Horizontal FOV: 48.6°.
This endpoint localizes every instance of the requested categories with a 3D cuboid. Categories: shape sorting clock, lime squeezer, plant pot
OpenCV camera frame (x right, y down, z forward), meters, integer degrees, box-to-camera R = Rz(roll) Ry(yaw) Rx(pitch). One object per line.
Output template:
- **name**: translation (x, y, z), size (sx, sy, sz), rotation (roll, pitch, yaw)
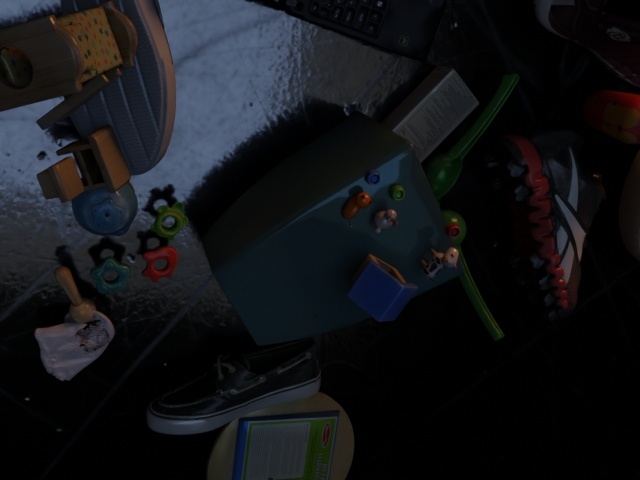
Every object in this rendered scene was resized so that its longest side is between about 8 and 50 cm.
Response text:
- **shape sorting clock**: translation (-0.050, 0.288, 0.932), size (0.206, 0.040, 0.206), rotation (-6, 107, -19)
- **lime squeezer**: translation (0.175, -0.040, 0.854), size (0.110, 0.059, 0.310), rotation (3, 86, 16)
- **plant pot**: translation (0.000, 0.000, 0.782), size (0.234, 0.166, 0.165), rotation (-30, 116, -4)

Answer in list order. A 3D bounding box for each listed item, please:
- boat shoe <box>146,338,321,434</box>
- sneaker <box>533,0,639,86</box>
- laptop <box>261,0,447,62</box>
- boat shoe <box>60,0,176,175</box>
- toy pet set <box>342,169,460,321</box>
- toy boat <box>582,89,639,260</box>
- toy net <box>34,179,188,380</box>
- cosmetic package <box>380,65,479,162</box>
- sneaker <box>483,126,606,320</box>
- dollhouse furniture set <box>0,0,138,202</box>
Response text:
- **boat shoe**: translation (-0.103, 0.168, 0.854), size (0.219, 0.078, 0.070), rotation (-13, 114, -24)
- **sneaker**: translation (0.400, -0.242, 0.837), size (0.281, 0.162, 0.106), rotation (12, 104, -23)
- **laptop**: translation (0.044, -0.325, 0.689), size (0.264, 0.136, 0.234), rotation (16, 103, -15)
- **boat shoe**: translation (-0.188, -0.214, 0.667), size (0.109, 0.094, 0.302), rotation (1, 114, 10)
- **toy pet set**: translation (0.072, 0.015, 0.685), size (0.122, 0.065, 0.114), rotation (29, 103, -22)
- **toy boat**: translation (0.460, -0.098, 0.889), size (0.318, 0.148, 0.267), rotation (20, 100, -41)
- **toy net**: translation (-0.234, 0.047, 0.778), size (0.122, 0.045, 0.232), rotation (17, 104, -26)
- **cosmetic package**: translation (0.124, -0.145, 0.839), size (0.115, 0.041, 0.060), rotation (-44, 116, -1)
- **sneaker**: translation (0.309, -0.024, 0.918), size (0.135, 0.097, 0.276), rotation (-24, 114, -9)
- **dollhouse furniture set**: translation (-0.211, -0.093, 0.572), size (0.101, 0.182, 0.161), rotation (-10, 113, 15)
